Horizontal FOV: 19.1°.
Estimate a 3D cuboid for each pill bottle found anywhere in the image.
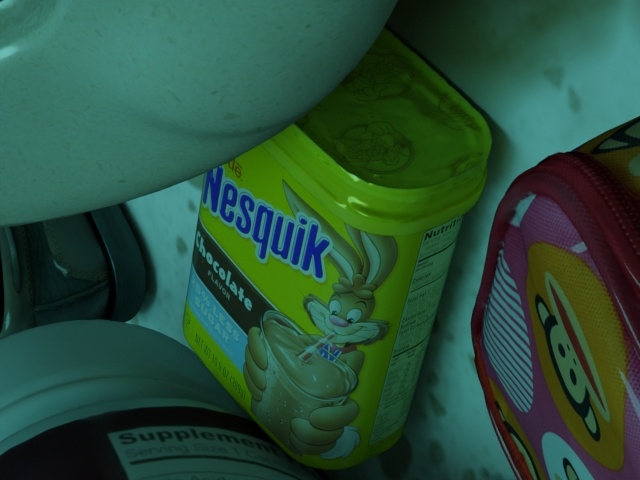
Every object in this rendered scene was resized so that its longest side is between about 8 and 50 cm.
[{"bbox_3d":[-0.062,0.204,0.794,0.392,0.224,0.224,-129,32,-57],"label":"pill bottle"}]

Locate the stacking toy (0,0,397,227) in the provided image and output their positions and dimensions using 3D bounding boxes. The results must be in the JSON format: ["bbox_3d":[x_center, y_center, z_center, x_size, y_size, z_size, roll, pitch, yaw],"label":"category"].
[{"bbox_3d":[-0.161,-0.270,0.678,0.350,0.350,0.480,136,133,-55],"label":"stacking toy"}]

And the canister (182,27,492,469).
[{"bbox_3d":[0.000,0.000,0.797,0.126,0.073,0.170,45,142,31],"label":"canister"}]

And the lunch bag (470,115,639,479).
[{"bbox_3d":[0.154,0.109,0.564,0.293,0.120,0.258,62,170,17],"label":"lunch bag"}]

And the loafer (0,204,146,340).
[{"bbox_3d":[-0.193,-0.058,1.035,0.267,0.084,0.096,54,145,22],"label":"loafer"}]
